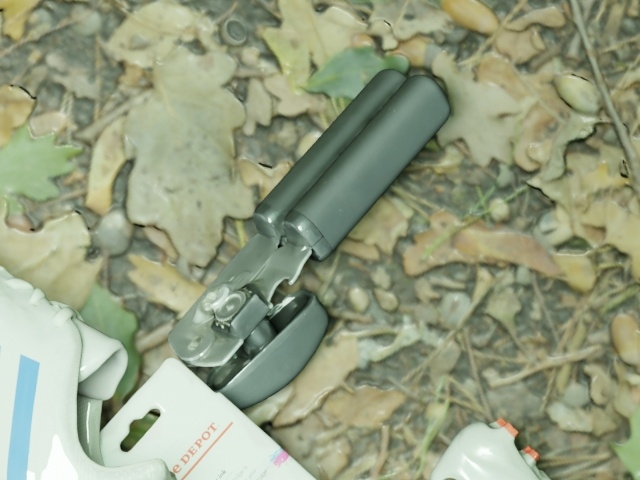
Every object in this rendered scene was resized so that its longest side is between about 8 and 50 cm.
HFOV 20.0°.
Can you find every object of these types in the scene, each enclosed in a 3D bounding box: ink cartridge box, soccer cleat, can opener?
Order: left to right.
[{"bbox_3d":[-0.215,0.069,1.217,0.143,0.116,0.331,-34,74,-1],"label":"soccer cleat"},{"bbox_3d":[-0.072,0.188,1.278,0.198,0.067,0.115,43,74,-3],"label":"ink cartridge box"},{"bbox_3d":[0.000,0.000,1.343,0.283,0.076,0.095,-49,124,-17],"label":"can opener"},{"bbox_3d":[0.164,0.217,1.332,0.076,0.068,0.196,-43,89,-2],"label":"soccer cleat"}]
